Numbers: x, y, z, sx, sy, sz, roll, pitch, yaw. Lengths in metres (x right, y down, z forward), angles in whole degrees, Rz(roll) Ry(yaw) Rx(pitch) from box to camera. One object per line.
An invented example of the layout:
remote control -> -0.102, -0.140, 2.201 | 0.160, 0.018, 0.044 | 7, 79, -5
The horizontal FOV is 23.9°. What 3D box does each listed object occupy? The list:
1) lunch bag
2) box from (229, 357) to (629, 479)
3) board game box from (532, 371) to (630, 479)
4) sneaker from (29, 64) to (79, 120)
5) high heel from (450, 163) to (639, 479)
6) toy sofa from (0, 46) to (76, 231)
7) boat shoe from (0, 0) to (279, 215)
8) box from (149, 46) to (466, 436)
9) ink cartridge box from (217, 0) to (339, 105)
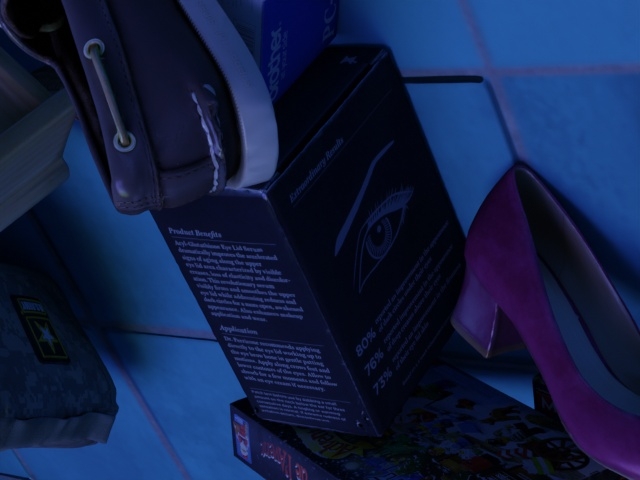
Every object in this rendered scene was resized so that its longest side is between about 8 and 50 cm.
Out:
lunch bag -> -0.319, 0.084, 1.254 | 0.287, 0.168, 0.235 | 26, -178, 16
box -> 0.066, 0.144, 1.007 | 0.233, 0.159, 0.044 | 25, 124, 52
board game box -> 0.240, 0.141, 0.999 | 0.194, 0.060, 0.194 | 19, 133, 33
sneaker -> -0.163, -0.094, 1.108 | 0.118, 0.042, 0.067 | 9, 131, 31
high heel -> 0.179, 0.056, 0.908 | 0.244, 0.082, 0.117 | 42, 128, 40
toy sofa -> -0.358, -0.137, 1.100 | 0.362, 0.150, 0.177 | 43, 148, 6
boat shoe -> -0.141, -0.146, 0.884 | 0.324, 0.097, 0.116 | 56, 156, 28
box -> 0.000, 0.000, 0.981 | 0.108, 0.153, 0.207 | 3, 130, 38
ink cartridge box -> -0.025, -0.176, 0.861 | 0.046, 0.097, 0.207 | 25, 142, 17
